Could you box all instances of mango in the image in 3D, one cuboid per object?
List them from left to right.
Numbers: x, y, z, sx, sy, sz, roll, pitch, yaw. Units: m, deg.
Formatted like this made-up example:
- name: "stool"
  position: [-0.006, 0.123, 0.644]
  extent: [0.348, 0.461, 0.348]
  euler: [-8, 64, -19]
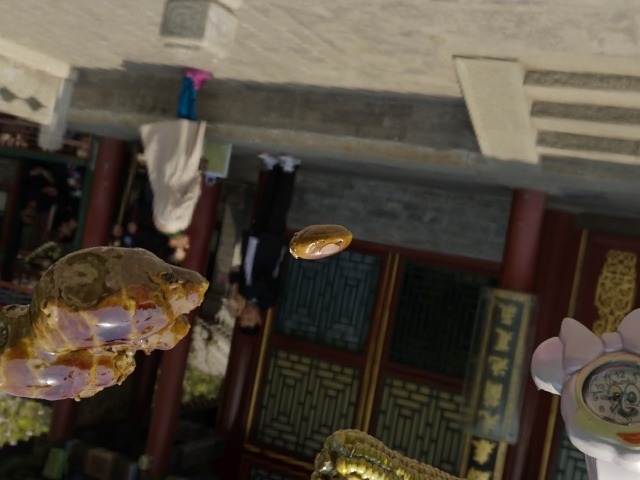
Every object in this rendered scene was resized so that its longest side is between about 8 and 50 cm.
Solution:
- name: "mango"
  position: [0.000, 0.000, 1.529]
  extent: [0.127, 0.063, 0.077]
  euler: [-12, -171, 1]

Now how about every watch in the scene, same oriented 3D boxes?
- name: "watch"
  position: [0.423, 0.261, 1.139]
  extent: [0.211, 0.248, 0.217]
  euler: [-7, 133, 11]

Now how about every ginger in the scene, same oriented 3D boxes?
- name: "ginger"
  position: [-0.348, 0.141, 1.251]
  extent: [0.274, 0.357, 0.152]
  euler: [43, -168, -44]

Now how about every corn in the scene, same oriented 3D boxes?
- name: "corn"
  position: [0.114, 0.305, 0.937]
  extent: [0.292, 0.101, 0.101]
  euler: [26, 172, -28]
